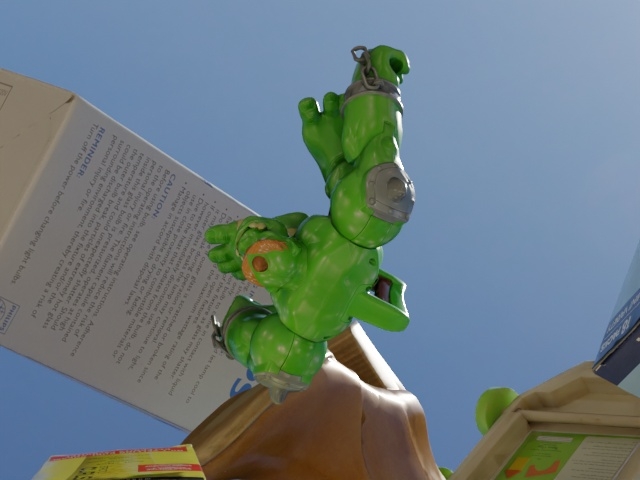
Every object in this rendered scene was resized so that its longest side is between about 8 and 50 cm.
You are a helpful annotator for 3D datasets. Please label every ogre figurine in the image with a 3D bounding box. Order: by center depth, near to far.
[{"bbox_3d":[0.000,0.000,0.757,0.197,0.097,0.118,-43,-152,13],"label":"ogre figurine"}]

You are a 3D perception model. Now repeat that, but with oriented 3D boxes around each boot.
[{"bbox_3d":[0.024,0.184,1.038,0.104,0.211,0.295,-32,178,25],"label":"boot"}]

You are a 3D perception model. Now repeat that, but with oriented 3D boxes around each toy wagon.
[{"bbox_3d":[0.199,0.236,1.308,0.344,0.068,0.267,-46,-158,-29],"label":"toy wagon"}]

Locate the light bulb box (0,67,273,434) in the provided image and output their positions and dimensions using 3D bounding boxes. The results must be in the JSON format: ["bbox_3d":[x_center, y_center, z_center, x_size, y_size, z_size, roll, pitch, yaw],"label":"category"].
[{"bbox_3d":[-0.259,0.001,1.399,0.358,0.361,0.225,21,-99,43],"label":"light bulb box"}]

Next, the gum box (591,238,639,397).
[{"bbox_3d":[0.188,-0.040,0.596,0.041,0.157,0.184,29,-124,1],"label":"gum box"}]

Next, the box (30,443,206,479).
[{"bbox_3d":[-0.095,0.137,0.676,0.087,0.058,0.232,-4,176,-6],"label":"box"}]
